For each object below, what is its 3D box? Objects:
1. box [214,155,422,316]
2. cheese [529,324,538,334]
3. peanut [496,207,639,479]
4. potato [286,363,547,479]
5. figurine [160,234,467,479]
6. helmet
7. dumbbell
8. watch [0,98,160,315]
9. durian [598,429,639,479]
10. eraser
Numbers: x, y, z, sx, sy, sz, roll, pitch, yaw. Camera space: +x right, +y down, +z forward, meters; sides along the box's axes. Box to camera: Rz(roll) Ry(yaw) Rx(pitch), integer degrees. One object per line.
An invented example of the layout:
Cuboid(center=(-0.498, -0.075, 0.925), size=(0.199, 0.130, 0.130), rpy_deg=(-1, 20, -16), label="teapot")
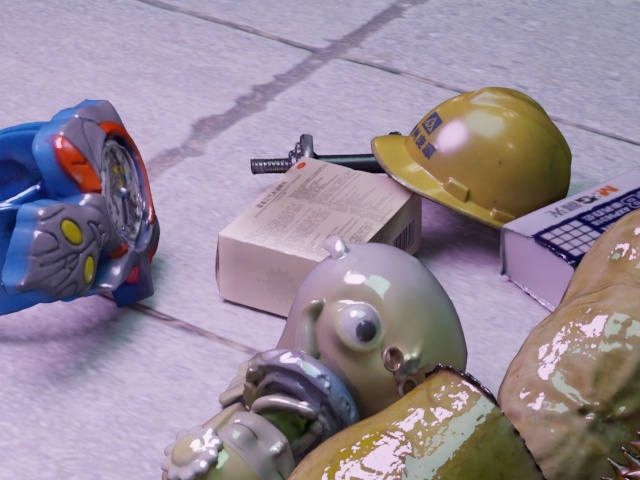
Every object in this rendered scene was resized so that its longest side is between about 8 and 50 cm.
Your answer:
Cuboid(center=(0.000, 0.000, 2.234), size=(0.168, 0.095, 0.212), rpy_deg=(17, 35, 23), label="box")
Cuboid(center=(0.351, 0.079, 2.146), size=(0.255, 0.050, 0.127), rpy_deg=(-12, 35, -18), label="cheese")
Cuboid(center=(0.301, 0.104, 1.930), size=(0.169, 0.192, 0.387), rpy_deg=(28, 56, 10), label="peanut")
Cuboid(center=(0.067, 0.260, 1.750), size=(0.266, 0.229, 0.229), rpy_deg=(-33, 42, -18), label="potato")
Cuboid(center=(-0.035, 0.170, 1.932), size=(0.274, 0.227, 0.394), rpy_deg=(-11, 27, 51), label="figurine")
Cuboid(center=(0.205, -0.114, 2.291), size=(0.257, 0.140, 0.205), rpy_deg=(20, 22, -25), label="helmet")
Cuboid(center=(0.039, -0.096, 2.401), size=(0.254, 0.082, 0.082), rpy_deg=(-2, 32, -3), label="dumbbell")
Cuboid(center=(-0.348, -0.005, 2.160), size=(0.274, 0.241, 0.305), rpy_deg=(-7, 27, 21), label="watch")
Cuboid(center=(0.387, 0.283, 1.555), size=(0.347, 0.348, 0.384), rpy_deg=(4, 30, 7), label="durian")
Cuboid(center=(0.357, -0.010, 2.255), size=(0.287, 0.086, 0.130), rpy_deg=(-23, 38, -32), label="eraser")
